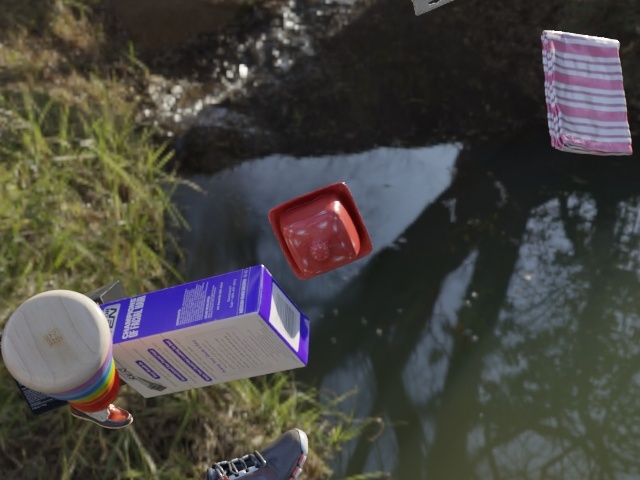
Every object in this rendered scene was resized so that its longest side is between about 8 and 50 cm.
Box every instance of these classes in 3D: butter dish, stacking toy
[{"bbox_3d":[0.000,0.000,1.641,0.160,0.159,0.118,-21,21,9],"label":"butter dish"},{"bbox_3d":[-0.355,0.189,1.336,0.141,0.330,0.141,1,67,-2],"label":"stacking toy"}]

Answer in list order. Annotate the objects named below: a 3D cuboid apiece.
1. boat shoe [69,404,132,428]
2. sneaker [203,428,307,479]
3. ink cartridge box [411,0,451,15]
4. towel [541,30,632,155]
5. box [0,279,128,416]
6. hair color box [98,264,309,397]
[{"bbox_3d":[-0.457,0.353,1.888,0.137,0.043,0.049,12,34,10],"label":"boat shoe"},{"bbox_3d":[-0.080,0.242,0.908,0.158,0.065,0.061,-46,19,-9],"label":"sneaker"},{"bbox_3d":[0.099,-0.260,0.858,0.048,0.083,0.028,-23,49,-1],"label":"ink cartridge box"},{"bbox_3d":[0.416,-0.230,1.412,0.144,0.197,0.029,2,-12,-22],"label":"towel"},{"bbox_3d":[-0.486,0.215,1.805,0.261,0.184,0.103,-20,15,16],"label":"box"},{"bbox_3d":[-0.210,0.165,1.592,0.339,0.185,0.110,-15,48,20],"label":"hair color box"}]
